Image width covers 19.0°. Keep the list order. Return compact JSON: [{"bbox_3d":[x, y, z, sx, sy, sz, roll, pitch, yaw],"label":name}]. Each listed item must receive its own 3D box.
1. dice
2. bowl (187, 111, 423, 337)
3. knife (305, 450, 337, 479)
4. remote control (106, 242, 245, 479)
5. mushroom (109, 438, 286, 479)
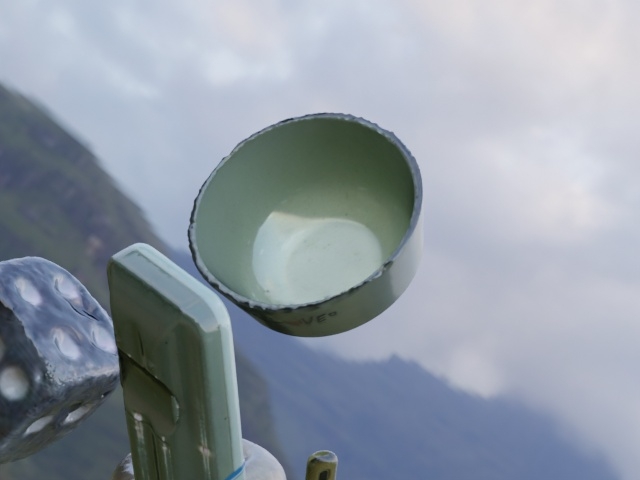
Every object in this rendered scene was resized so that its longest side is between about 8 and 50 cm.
[{"bbox_3d":[-0.350,0.138,2.204,0.182,0.181,0.183,51,22,14],"label":"dice"},{"bbox_3d":[0.000,0.000,1.678,0.211,0.211,0.112,28,-20,32],"label":"bowl"},{"bbox_3d":[-0.017,0.287,1.684,0.298,0.047,0.017,95,-27,-44],"label":"knife"},{"bbox_3d":[-0.121,0.160,1.593,0.128,0.065,0.335,36,-38,39],"label":"remote control"},{"bbox_3d":[-0.132,0.264,2.170,0.206,0.209,0.206,22,-3,1],"label":"mushroom"}]
